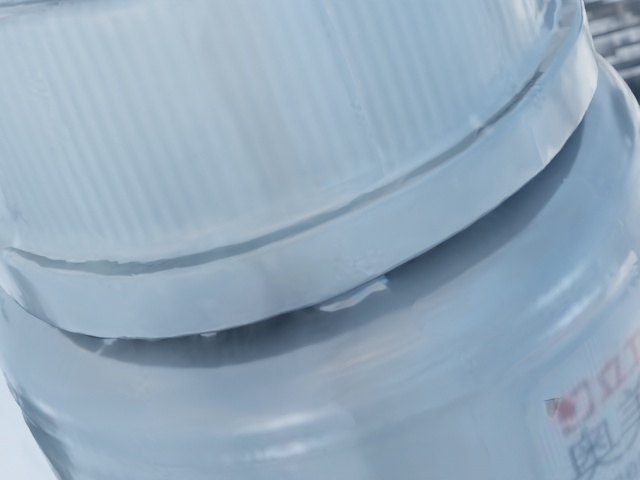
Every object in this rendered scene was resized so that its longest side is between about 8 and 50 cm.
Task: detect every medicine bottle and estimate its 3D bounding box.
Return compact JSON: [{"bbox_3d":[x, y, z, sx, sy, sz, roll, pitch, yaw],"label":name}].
[{"bbox_3d":[0.000,0.000,0.626,0.245,0.245,0.306,-90,161,-56],"label":"medicine bottle"}]
